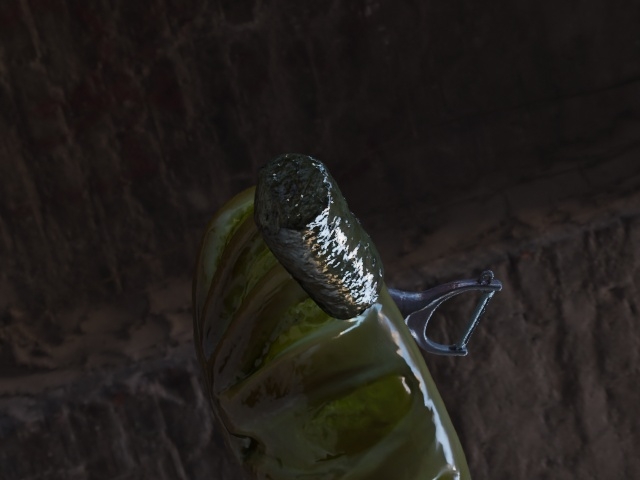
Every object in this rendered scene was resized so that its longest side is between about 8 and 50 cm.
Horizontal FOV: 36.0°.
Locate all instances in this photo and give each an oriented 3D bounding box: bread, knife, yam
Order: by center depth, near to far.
[{"bbox_3d":[0.000,0.000,0.460,0.094,0.043,0.043,52,9,-53],"label":"yam"},{"bbox_3d":[-0.009,0.103,0.769,0.333,0.160,0.333,155,-90,-85],"label":"bread"},{"bbox_3d":[0.046,0.051,1.041,0.053,0.278,0.123,-85,-167,-58],"label":"knife"}]
